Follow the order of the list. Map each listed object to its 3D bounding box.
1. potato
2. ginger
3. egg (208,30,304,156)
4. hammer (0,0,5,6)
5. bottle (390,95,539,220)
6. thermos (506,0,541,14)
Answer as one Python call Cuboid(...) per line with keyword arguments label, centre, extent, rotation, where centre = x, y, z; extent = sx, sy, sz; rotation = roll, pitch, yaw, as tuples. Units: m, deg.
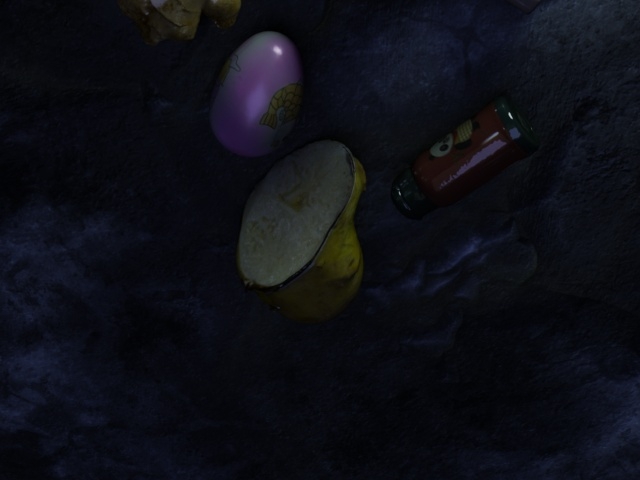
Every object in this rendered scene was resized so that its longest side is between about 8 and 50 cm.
Cuboid(label="potato", centre=(0.000, 0.000, 2.128), extent=(0.296, 0.289, 0.397), rotation=(34, 81, -47))
Cuboid(label="ginger", centre=(-0.227, -0.532, 1.817), extent=(0.375, 0.166, 0.236), rotation=(-26, 108, 25))
Cuboid(label="egg", centre=(-0.133, -0.306, 1.930), extent=(0.196, 0.196, 0.271), rotation=(8, 122, -1))
Cuboid(label="hammer", centre=(-0.799, -0.492, 1.915), extent=(0.206, 0.119, 0.335), rotation=(39, 123, -18))
Cuboid(label="bottle", centre=(0.306, -0.165, 2.017), extent=(0.336, 0.144, 0.144), rotation=(-36, 113, 23))
Cuboid(label="thermos", centre=(0.365, -0.555, 1.809), extent=(0.193, 0.105, 0.137), rotation=(30, 93, -7))
